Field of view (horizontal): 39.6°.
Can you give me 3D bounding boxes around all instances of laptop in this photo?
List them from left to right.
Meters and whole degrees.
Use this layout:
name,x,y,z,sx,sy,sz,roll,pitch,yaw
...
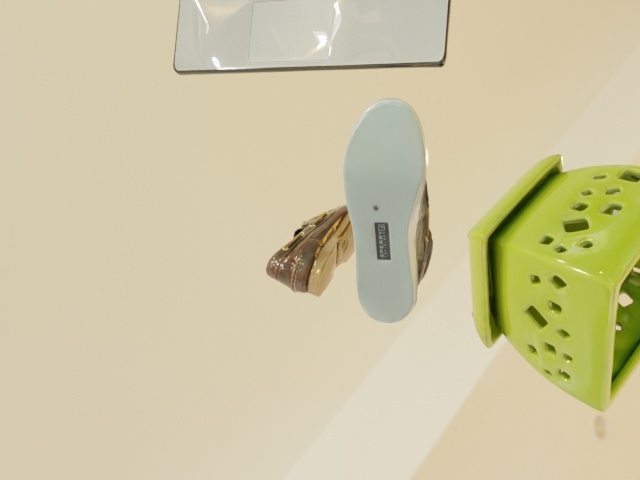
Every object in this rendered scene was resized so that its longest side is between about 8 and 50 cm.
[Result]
name,x,y,z,sx,sy,sz,roll,pitch,yaw
laptop,-0.051,-0.426,1.041,0.236,0.382,0.408,13,-99,-65

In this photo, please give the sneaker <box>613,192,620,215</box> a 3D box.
name,x,y,z,sx,sy,sz,roll,pitch,yaw
sneaker,0.513,-0.064,1.380,0.105,0.281,0.115,51,-146,-28

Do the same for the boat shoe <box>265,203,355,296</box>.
name,x,y,z,sx,sy,sz,roll,pitch,yaw
boat shoe,0.000,0.000,1.091,0.207,0.073,0.073,-43,-35,-61

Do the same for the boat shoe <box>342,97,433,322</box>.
name,x,y,z,sx,sy,sz,roll,pitch,yaw
boat shoe,0.058,-0.031,0.722,0.083,0.065,0.183,-53,-34,-64

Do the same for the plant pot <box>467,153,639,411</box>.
name,x,y,z,sx,sy,sz,roll,pitch,yaw
plant pot,0.315,0.035,1.108,0.227,0.207,0.228,-43,-42,-33
